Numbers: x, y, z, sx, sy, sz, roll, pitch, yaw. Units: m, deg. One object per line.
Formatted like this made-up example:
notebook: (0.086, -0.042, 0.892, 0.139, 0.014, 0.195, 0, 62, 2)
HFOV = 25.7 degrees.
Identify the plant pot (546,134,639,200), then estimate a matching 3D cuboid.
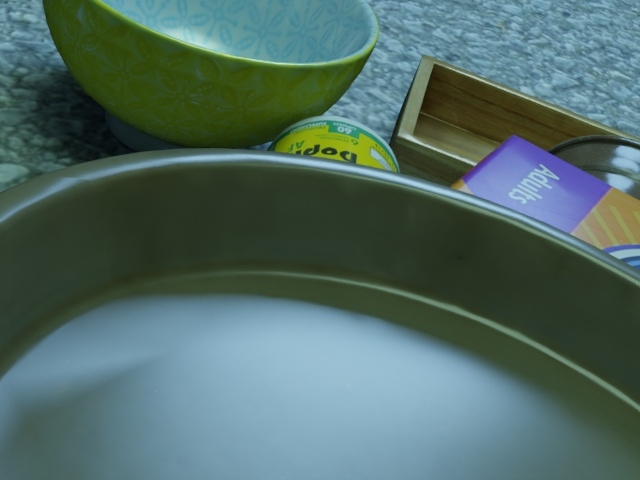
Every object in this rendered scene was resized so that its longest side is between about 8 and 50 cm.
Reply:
plant pot: (0.214, 0.025, 1.120, 0.167, 0.167, 0.165, 27, 37, 9)

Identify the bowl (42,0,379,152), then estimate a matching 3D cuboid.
bowl: (-0.111, -0.157, 1.196, 0.289, 0.156, 0.289, 16, 30, -10)

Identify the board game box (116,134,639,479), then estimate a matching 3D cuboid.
board game box: (0.095, 0.238, 0.494, 0.356, 0.356, 0.356, 30, 31, 14)

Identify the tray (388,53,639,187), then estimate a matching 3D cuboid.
tray: (0.264, -0.036, 1.327, 0.411, 0.076, 0.203, 21, 30, 0)

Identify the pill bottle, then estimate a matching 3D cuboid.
pill bottle: (0.000, 0.000, 1.053, 0.118, 0.117, 0.208, 18, 31, -6)

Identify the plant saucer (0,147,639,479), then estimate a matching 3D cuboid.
plant saucer: (0.030, 0.068, 0.329, 0.278, 0.041, 0.278, 17, 30, -10)
